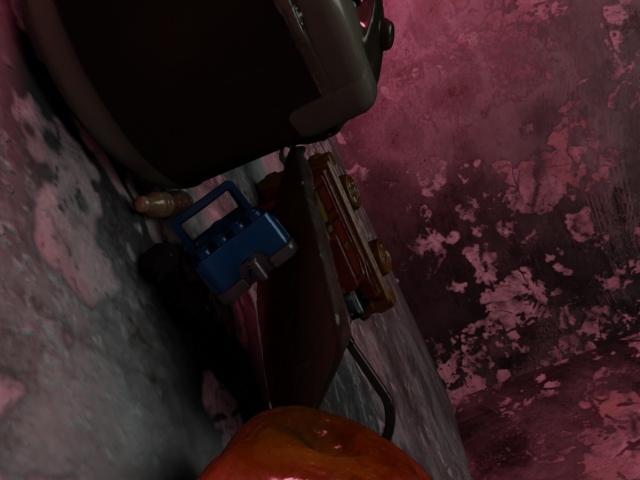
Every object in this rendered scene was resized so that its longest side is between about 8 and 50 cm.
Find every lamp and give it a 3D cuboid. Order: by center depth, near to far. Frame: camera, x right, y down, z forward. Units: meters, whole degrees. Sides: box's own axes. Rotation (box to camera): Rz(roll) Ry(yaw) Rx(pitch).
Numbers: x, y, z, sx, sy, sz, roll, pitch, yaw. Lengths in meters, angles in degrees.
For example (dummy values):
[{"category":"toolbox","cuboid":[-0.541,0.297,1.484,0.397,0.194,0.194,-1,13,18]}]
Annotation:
[{"category":"lamp","cuboid":[0.044,0.243,0.971,0.203,0.124,0.283,-116,-175,-88]}]

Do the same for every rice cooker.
[{"category":"rice cooker","cuboid":[-0.099,-0.248,0.685,0.335,0.325,0.335,-23,90,-80]}]

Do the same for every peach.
[{"category":"peach","cuboid":[-0.016,0.226,0.465,0.214,0.214,0.235,61,-7,-32]}]

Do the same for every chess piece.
[{"category":"chess piece","cuboid":[-0.173,-0.039,0.683,0.035,0.035,0.092,68,13,3]}]

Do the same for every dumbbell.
[{"category":"dumbbell","cuboid":[-0.146,0.040,0.637,0.036,0.040,0.083,30,-24,51]}]

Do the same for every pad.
[{"category":"pad","cuboid":[-0.036,0.077,0.726,0.286,0.018,0.284,110,-25,-44]}]

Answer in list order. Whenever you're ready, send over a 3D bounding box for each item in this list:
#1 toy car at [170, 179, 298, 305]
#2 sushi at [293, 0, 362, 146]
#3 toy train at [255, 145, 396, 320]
[{"category":"toy car","cuboid":[-0.099,-0.003,0.683,0.100,0.097,0.191,55,-9,-15]},{"category":"sushi","cuboid":[-0.069,-0.334,1.117,0.281,0.299,0.294,50,2,16]},{"category":"toy train","cuboid":[0.000,0.000,1.170,0.369,0.163,0.231,65,23,-11]}]
